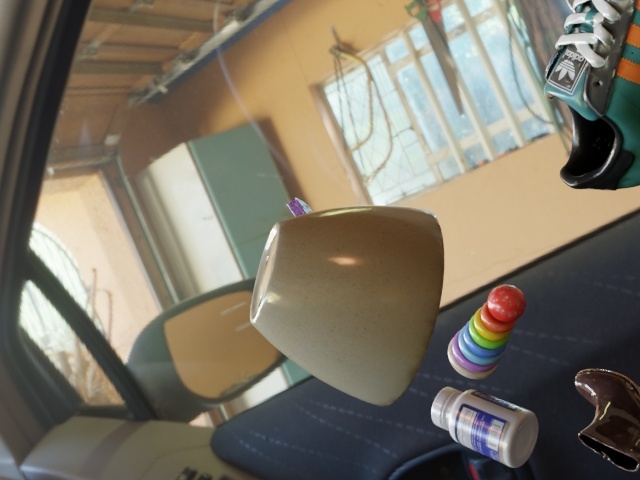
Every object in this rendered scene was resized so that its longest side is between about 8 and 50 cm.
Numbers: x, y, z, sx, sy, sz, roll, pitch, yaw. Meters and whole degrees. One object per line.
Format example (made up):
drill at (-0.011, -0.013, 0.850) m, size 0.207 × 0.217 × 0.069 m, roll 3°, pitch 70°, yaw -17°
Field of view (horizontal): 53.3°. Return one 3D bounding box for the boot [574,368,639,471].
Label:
boot at (0.583, 0.353, 1.291) m, size 0.207 × 0.090 × 0.248 m, roll -10°, pitch 25°, yaw -34°

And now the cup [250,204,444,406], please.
cup at (0.020, 0.081, 1.035) m, size 0.237 × 0.331 × 0.331 m, roll 14°, pitch -11°, yaw -11°

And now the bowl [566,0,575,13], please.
bowl at (0.762, -0.653, 1.567) m, size 0.298 × 0.297 × 0.134 m, roll -24°, pitch -14°, yaw 32°

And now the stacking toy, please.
stacking toy at (0.433, 0.228, 1.629) m, size 0.141 × 0.141 × 0.330 m, roll -23°, pitch -30°, yaw -21°

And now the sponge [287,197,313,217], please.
sponge at (0.000, 0.000, 1.506) m, size 0.031 × 0.210 × 0.117 m, roll -34°, pitch -13°, yaw 7°

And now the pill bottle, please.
pill bottle at (0.318, 0.358, 1.256) m, size 0.112 × 0.112 × 0.187 m, roll -22°, pitch 24°, yaw -38°

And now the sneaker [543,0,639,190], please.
sneaker at (0.258, -0.172, 0.548) m, size 0.121 × 0.302 × 0.108 m, roll -16°, pitch 30°, yaw 1°
